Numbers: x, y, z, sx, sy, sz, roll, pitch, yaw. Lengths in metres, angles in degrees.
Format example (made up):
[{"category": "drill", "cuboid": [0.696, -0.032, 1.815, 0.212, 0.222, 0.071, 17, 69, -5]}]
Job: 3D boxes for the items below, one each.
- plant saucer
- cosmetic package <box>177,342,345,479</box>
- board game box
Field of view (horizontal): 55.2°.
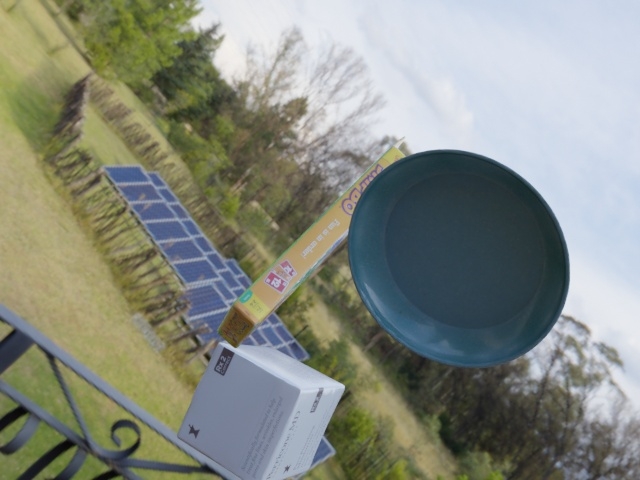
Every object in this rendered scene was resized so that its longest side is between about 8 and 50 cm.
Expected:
[{"category": "plant saucer", "cuboid": [0.071, 0.009, 0.325, 0.119, 0.119, 0.021, 48, 35, 8]}, {"category": "cosmetic package", "cuboid": [-0.083, 0.255, 0.921, 0.151, 0.151, 0.183, 23, -1, 24]}, {"category": "board game box", "cuboid": [0.000, 0.000, 0.631, 0.039, 0.259, 0.124, 41, -25, 1]}]
